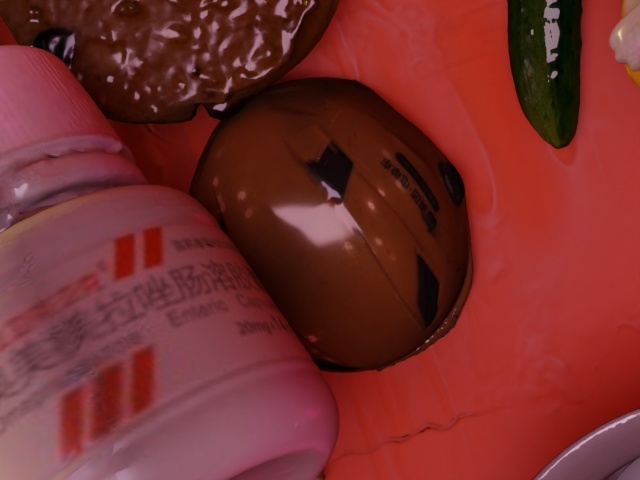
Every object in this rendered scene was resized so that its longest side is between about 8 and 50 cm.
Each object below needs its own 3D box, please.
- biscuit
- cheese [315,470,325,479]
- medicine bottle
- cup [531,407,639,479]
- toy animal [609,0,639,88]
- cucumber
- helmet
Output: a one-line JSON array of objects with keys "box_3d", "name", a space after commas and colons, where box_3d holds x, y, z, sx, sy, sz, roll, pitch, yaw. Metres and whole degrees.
[{"box_3d": [-0.110, -0.227, 1.184, 0.296, 0.075, 0.296, 2, 95, 17], "name": "biscuit"}, {"box_3d": [-0.030, 0.195, 1.268, 0.044, 0.030, 0.083, 29, 110, -1], "name": "cheese"}, {"box_3d": [-0.168, 0.061, 1.077, 0.256, 0.256, 0.325, -40, 71, 16], "name": "medicine bottle"}, {"box_3d": [0.284, 0.249, 1.141, 0.347, 0.163, 0.347, 2, 101, 12], "name": "cup"}, {"box_3d": [0.297, -0.179, 1.051, 0.310, 0.183, 0.247, 46, 106, 1], "name": "toy animal"}, {"box_3d": [0.156, -0.187, 1.149, 0.056, 0.056, 0.250, 4, 102, 12], "name": "cucumber"}, {"box_3d": [0.000, 0.000, 1.178, 0.198, 0.130, 0.224, -31, 93, 19], "name": "helmet"}]
